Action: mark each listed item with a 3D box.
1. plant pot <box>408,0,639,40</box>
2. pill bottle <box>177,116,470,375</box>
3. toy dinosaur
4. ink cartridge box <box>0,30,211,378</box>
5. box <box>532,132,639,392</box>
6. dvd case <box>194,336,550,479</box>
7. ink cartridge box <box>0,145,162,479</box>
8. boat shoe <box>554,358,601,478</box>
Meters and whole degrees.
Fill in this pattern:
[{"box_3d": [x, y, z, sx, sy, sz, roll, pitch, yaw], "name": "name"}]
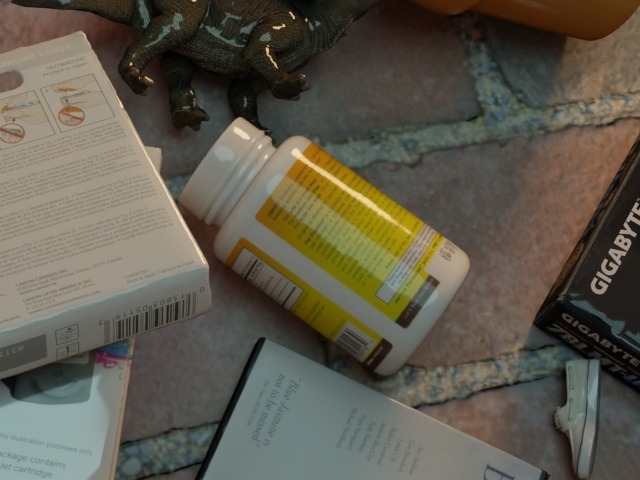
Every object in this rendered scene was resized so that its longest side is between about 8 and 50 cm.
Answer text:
[{"box_3d": [0.178, -0.263, 1.567, 0.188, 0.205, 0.205, 23, 63, -22], "name": "plant pot"}, {"box_3d": [0.000, 0.000, 1.441, 0.215, 0.117, 0.117, 36, 64, 0], "name": "pill bottle"}, {"box_3d": [-0.091, -0.172, 1.506, 0.313, 0.121, 0.160, 3, 56, -9], "name": "toy dinosaur"}, {"box_3d": [-0.194, -0.022, 1.198, 0.181, 0.056, 0.224, -18, 53, -19], "name": "ink cartridge box"}, {"box_3d": [0.370, 0.027, 1.562, 0.293, 0.073, 0.295, 34, 63, -1], "name": "box"}, {"box_3d": [0.032, 0.204, 1.420, 0.253, 0.022, 0.180, 26, 64, -5], "name": "dvd case"}, {"box_3d": [-0.205, 0.103, 1.282, 0.131, 0.226, 0.306, 11, 65, -11], "name": "ink cartridge box"}, {"box_3d": [0.203, 0.141, 1.491, 0.035, 0.035, 0.100, 1, 70, 14], "name": "boat shoe"}]
